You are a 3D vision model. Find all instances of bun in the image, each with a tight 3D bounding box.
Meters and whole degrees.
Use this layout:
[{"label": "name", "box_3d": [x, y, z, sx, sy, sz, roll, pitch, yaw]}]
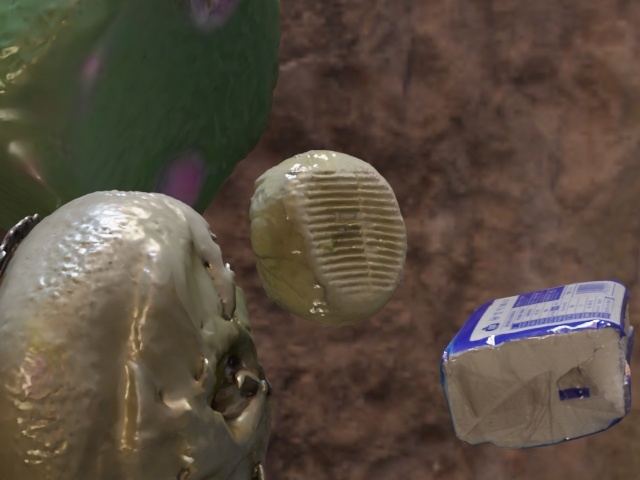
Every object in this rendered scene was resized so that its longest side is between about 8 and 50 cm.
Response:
[{"label": "bun", "box_3d": [-0.104, 0.094, 0.808, 0.239, 0.141, 0.239, -3, -90, -70]}, {"label": "bun", "box_3d": [0.000, 0.000, 0.885, 0.115, 0.069, 0.115, 11, -108, -38]}]

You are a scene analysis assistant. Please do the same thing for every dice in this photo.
[{"label": "dice", "box_3d": [-0.243, -0.190, 1.260, 0.330, 0.322, 0.318, -58, -27, -14]}]

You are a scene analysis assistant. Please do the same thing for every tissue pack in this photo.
[{"label": "tissue pack", "box_3d": [0.262, 0.141, 1.601, 0.269, 0.209, 0.137, -32, -72, -75]}]
